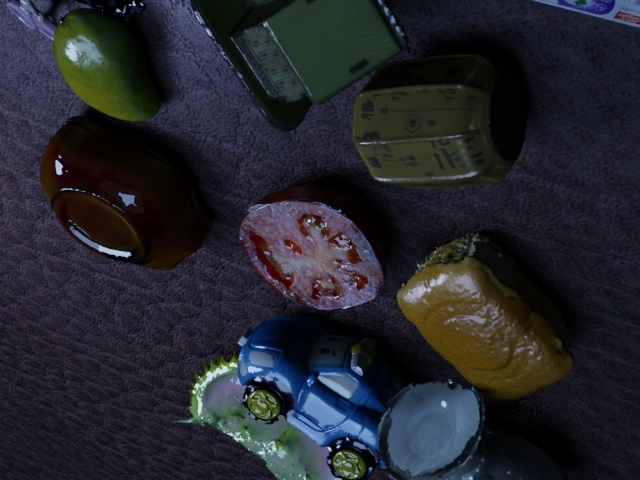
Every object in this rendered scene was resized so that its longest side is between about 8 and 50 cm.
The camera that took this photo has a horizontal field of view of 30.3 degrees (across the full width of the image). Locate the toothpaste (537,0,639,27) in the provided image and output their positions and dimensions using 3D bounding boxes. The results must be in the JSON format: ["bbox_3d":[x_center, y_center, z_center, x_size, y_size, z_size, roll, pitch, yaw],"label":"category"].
[{"bbox_3d":[0.258,-0.276,1.255,0.196,0.040,0.047,19,144,17],"label":"toothpaste"}]

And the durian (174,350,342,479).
[{"bbox_3d":[-0.069,0.307,1.984,0.351,0.169,0.158,31,150,19],"label":"durian"}]

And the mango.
[{"bbox_3d":[-0.300,-0.236,1.634,0.122,0.086,0.191,-4,135,13],"label":"mango"}]

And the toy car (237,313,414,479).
[{"bbox_3d":[0.020,0.219,1.835,0.314,0.198,0.166,36,120,0],"label":"toy car"}]

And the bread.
[{"bbox_3d":[0.230,0.107,1.617,0.245,0.121,0.174,48,141,-16],"label":"bread"}]

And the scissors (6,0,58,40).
[{"bbox_3d":[-0.393,-0.312,1.596,0.110,0.021,0.212,33,174,1],"label":"scissors"}]

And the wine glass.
[{"bbox_3d":[0.241,0.349,1.750,0.190,0.191,0.357,-3,144,36],"label":"wine glass"}]

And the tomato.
[{"bbox_3d":[0.000,-0.001,1.687,0.224,0.085,0.225,16,136,16],"label":"tomato"}]

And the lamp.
[{"bbox_3d":[0.139,-0.138,1.394,0.185,0.161,0.161,2,132,33],"label":"lamp"}]

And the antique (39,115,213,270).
[{"bbox_3d":[-0.302,-0.062,1.792,0.278,0.129,0.223,44,138,-17],"label":"antique"}]

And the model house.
[{"bbox_3d":[0.036,-0.274,1.302,0.278,0.205,0.218,-14,124,34],"label":"model house"}]

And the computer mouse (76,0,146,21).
[{"bbox_3d":[-0.317,-0.347,1.512,0.241,0.146,0.078,26,100,26],"label":"computer mouse"}]
